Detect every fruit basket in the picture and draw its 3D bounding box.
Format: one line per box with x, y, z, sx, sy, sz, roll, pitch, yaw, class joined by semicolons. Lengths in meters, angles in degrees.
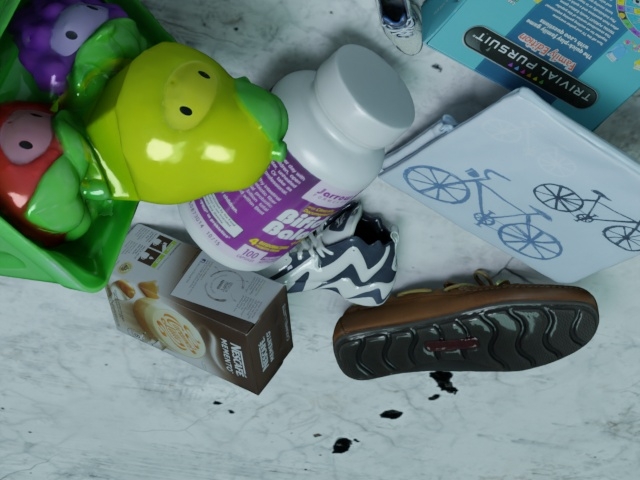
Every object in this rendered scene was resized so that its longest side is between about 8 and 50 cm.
-0.236;-0.139;1.381;0.392;0.392;0.283;-24;131;25;fruit basket

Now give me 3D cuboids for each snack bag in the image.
0.274;-0.065;1.578;0.323;0.037;0.342;30;155;-15;snack bag

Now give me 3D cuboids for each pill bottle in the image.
-0.029;-0.102;1.563;0.169;0.169;0.301;29;131;-27;pill bottle

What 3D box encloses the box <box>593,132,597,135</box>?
0.342;-0.089;1.631;0.058;0.087;0.232;-26;130;26;box

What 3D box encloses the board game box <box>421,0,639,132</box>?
0.312;-0.296;1.413;0.254;0.079;0.336;25;132;-23;board game box

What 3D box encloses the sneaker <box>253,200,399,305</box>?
0.000;0.000;1.735;0.235;0.094;0.153;15;128;-3;sneaker

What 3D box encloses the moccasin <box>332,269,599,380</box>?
0.208;0.117;1.832;0.380;0.147;0.139;-13;121;20;moccasin

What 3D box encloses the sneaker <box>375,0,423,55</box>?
0.087;-0.260;1.472;0.052;0.058;0.135;-13;136;15;sneaker

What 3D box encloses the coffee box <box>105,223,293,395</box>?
-0.169;0.093;1.750;0.246;0.098;0.141;21;143;24;coffee box
